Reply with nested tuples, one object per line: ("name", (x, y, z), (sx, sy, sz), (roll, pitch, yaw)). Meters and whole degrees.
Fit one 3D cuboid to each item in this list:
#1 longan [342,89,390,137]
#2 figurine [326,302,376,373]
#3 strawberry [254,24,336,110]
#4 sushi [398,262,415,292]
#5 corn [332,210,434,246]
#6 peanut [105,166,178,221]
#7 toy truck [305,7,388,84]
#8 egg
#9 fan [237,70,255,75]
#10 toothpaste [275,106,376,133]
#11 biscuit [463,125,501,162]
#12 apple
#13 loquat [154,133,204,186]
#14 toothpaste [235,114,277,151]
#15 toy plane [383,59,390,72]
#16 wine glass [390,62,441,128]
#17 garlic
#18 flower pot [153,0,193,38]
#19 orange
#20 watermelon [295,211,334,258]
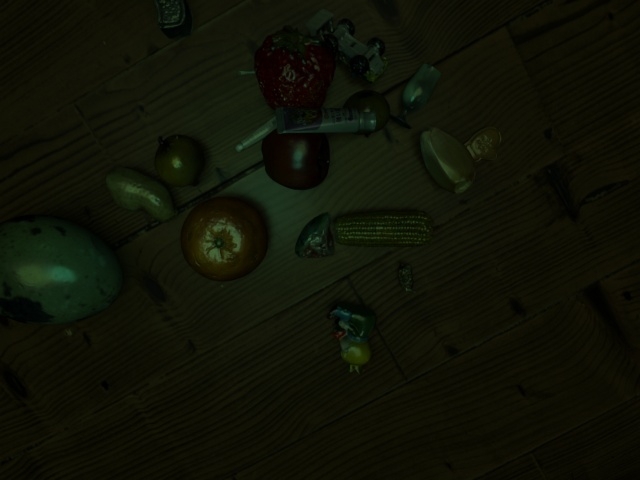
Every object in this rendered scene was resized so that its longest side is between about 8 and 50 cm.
("longan", (0.149, -0.410, 1.487), (0.155, 0.145, 0.176), (13, 140, 13))
("figurine", (0.101, 0.350, 1.616), (0.185, 0.127, 0.234), (11, 109, 1))
("strawberry", (-0.082, -0.503, 1.414), (0.258, 0.257, 0.276), (-1, 136, -2))
("sushi", (0.307, 0.131, 1.617), (0.052, 0.055, 0.120), (-8, 98, 6))
("corn", (0.214, -0.038, 1.551), (0.345, 0.131, 0.131), (-3, 99, -1))
("peanut", (-0.595, -0.153, 1.511), (0.253, 0.122, 0.137), (25, 107, -10))
("toy truck", (0.085, -0.620, 1.457), (0.286, 0.111, 0.136), (37, 65, 3))
("egg", (-0.852, 0.098, 1.431), (0.429, 0.345, 0.344), (20, 98, -18))
("fan", (-0.168, -0.565, 1.511), (0.220, 0.009, 0.131), (-2, 99, -2))
("toothpaste", (0.016, -0.363, 1.361), (0.300, 0.073, 0.113), (-2, 58, -9))
("biscuit", (0.571, -0.327, 1.566), (0.140, 0.023, 0.118), (-44, 97, 5))
("apple", (-0.075, -0.271, 1.462), (0.234, 0.234, 0.233), (0, 99, -2))
("loquat", (-0.458, -0.254, 1.482), (0.150, 0.172, 0.204), (-5, 144, 11))
("toothpaste", (-0.207, -0.362, 1.534), (0.191, 0.031, 0.048), (-33, 96, 0))
("toy plane", (0.193, -0.592, 1.510), (0.078, 0.024, 0.084), (-21, 92, 17))
("wine glass", (0.316, -0.481, 1.499), (0.093, 0.093, 0.202), (32, 97, -6))
("garlic", (0.417, -0.273, 1.501), (0.146, 0.164, 0.244), (-34, 93, 21))
("flower pot", (-0.481, -0.768, 1.419), (0.103, 0.108, 0.229), (-16, 100, 0))
("orange", (-0.315, -0.006, 1.487), (0.284, 0.226, 0.283), (-1, 101, -7))
("watermelon", (0.000, 0.000, 1.581), (0.139, 0.071, 0.187), (37, 96, -11))
